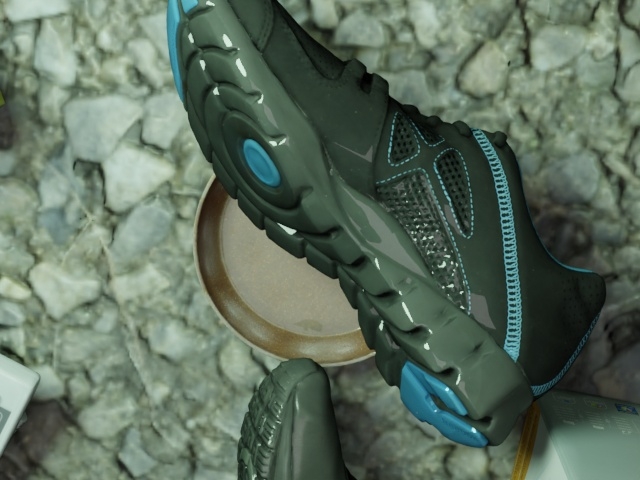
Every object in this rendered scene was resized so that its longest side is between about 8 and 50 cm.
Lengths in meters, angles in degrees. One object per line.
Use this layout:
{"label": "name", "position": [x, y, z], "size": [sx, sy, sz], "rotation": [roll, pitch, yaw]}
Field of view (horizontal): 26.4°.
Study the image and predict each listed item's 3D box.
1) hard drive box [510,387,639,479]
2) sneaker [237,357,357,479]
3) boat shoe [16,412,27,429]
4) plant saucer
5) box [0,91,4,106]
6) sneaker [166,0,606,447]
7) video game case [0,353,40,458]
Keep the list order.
{"label": "hard drive box", "position": [0.169, 0.215, 0.850], "size": [0.089, 0.232, 0.181], "rotation": [11, 101, -2]}
{"label": "sneaker", "position": [0.010, 0.212, 0.931], "size": [0.130, 0.109, 0.286], "rotation": [-5, 109, -8]}
{"label": "boat shoe", "position": [-0.249, 0.102, 0.936], "size": [0.100, 0.035, 0.035], "rotation": [42, 97, -14]}
{"label": "plant saucer", "position": [0.000, 0.000, 0.912], "size": [0.168, 0.029, 0.168], "rotation": [0, 103, 1]}
{"label": "box", "position": [-0.328, -0.074, 0.874], "size": [0.232, 0.087, 0.058], "rotation": [-17, 101, 3]}
{"label": "sneaker", "position": [0.036, -0.039, 0.848], "size": [0.139, 0.125, 0.341], "rotation": [-39, 96, -20]}
{"label": "video game case", "position": [-0.302, 0.125, 0.924], "size": [0.173, 0.022, 0.190], "rotation": [29, 116, -4]}
